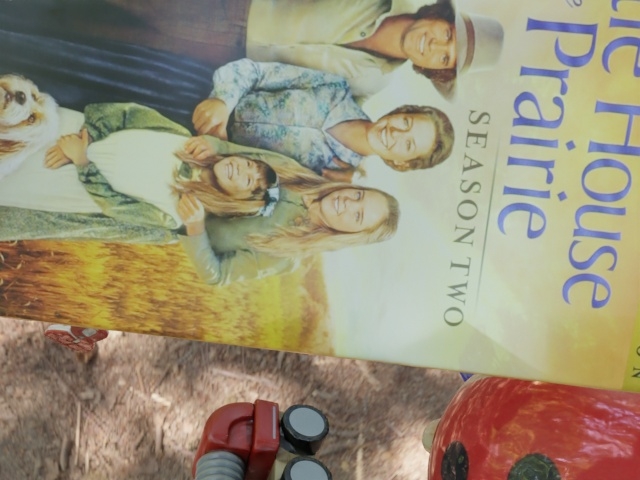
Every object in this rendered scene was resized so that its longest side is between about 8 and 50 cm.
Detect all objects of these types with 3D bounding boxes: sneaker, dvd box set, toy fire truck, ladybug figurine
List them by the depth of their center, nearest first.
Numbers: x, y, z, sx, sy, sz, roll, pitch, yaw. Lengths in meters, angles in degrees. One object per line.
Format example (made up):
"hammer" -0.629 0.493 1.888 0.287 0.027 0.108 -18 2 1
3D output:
"dvd box set" 0.004 -0.086 0.487 0.420 0.308 0.062 7 18 5
"ladybug figurine" 0.265 0.265 0.832 0.449 0.305 0.162 13 28 42
"toy fire truck" -0.125 0.291 1.036 0.246 0.159 0.217 12 35 -12
"sneaker" -0.419 0.124 1.684 0.087 0.221 0.128 34 60 -29

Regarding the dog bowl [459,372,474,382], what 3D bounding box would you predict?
"dog bowl" 0.313 0.156 1.712 0.104 0.265 0.265 -21 59 23
